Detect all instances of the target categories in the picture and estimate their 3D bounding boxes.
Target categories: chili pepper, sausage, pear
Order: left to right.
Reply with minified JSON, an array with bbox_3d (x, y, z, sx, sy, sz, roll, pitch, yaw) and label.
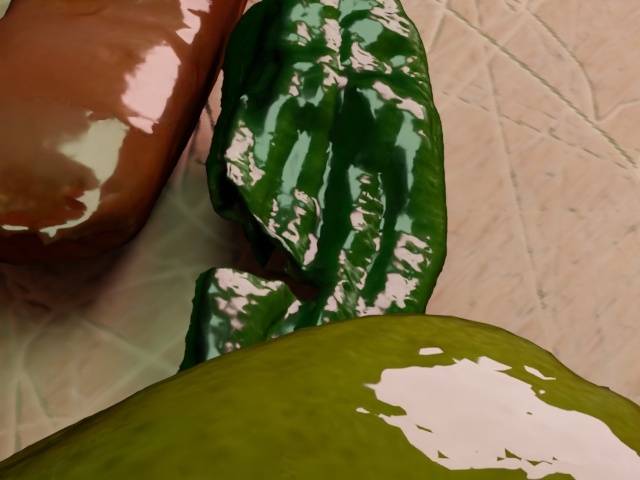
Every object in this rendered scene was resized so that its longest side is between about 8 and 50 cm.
[{"bbox_3d":[-0.082,-0.105,0.788,0.097,0.094,0.348,7,44,8],"label":"sausage"},{"bbox_3d":[-0.023,0.160,0.399,0.269,0.269,0.321,29,68,19],"label":"pear"},{"bbox_3d":[-0.001,-0.001,0.701,0.099,0.083,0.253,18,48,-13],"label":"chili pepper"}]
